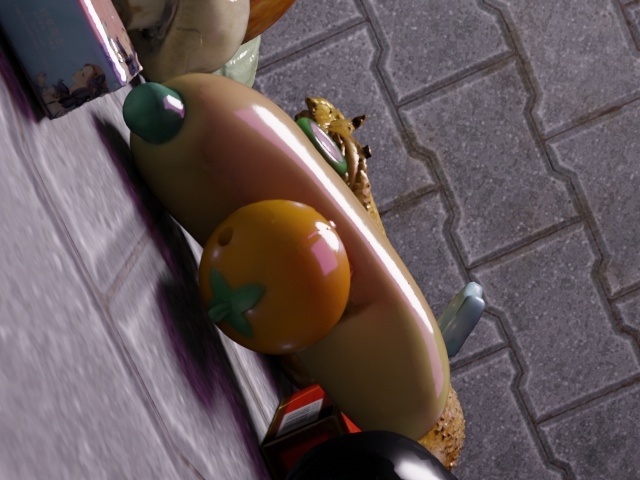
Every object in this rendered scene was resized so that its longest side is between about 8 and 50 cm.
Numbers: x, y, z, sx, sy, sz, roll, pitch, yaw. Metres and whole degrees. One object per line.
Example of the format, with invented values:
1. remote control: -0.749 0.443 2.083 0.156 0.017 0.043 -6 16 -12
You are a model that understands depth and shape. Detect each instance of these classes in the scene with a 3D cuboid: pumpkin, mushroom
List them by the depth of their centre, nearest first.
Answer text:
1. pumpkin: 0.052 0.217 0.788 0.202 0.140 0.202 51 -1 1
2. mushroom: -0.137 -0.221 1.107 0.154 0.123 0.154 13 -74 52

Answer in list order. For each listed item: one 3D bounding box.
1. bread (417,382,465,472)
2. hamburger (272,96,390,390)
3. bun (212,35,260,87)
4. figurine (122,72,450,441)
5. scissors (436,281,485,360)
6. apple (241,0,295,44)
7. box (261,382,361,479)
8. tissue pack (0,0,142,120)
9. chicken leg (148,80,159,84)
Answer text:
1. bread: 0.094 0.195 1.610 0.305 0.159 0.305 -23 90 -87
2. hamburger: 0.000 0.000 1.237 0.318 0.158 0.318 166 -90 -89
3. bun: -0.140 -0.261 1.516 0.195 0.118 0.195 63 1 -2
4. figurine: -0.022 0.013 0.885 0.324 0.124 0.222 54 12 7
5. scissors: 0.077 0.173 1.247 0.029 0.191 0.360 31 -32 2
6. apple: -0.115 -0.342 1.271 0.264 0.264 0.264 -24 90 -87
7. box: 0.018 0.205 1.007 0.153 0.074 0.240 62 4 0
8. tissue pack: -0.149 -0.125 0.686 0.074 0.059 0.094 -97 163 -74
9. chicken leg: -0.157 -0.154 1.212 0.036 0.021 0.083 57 0 14
